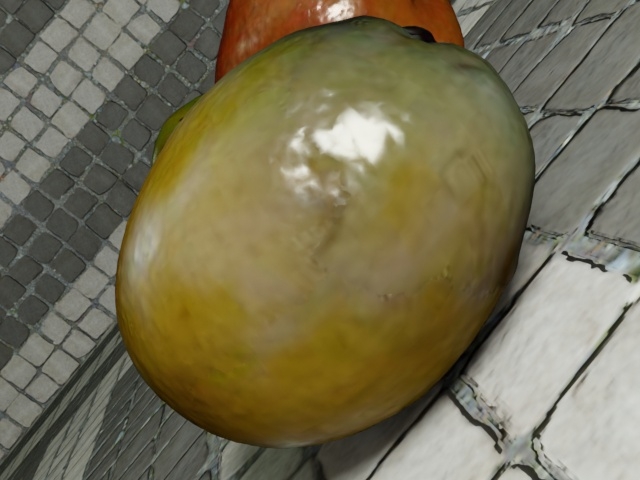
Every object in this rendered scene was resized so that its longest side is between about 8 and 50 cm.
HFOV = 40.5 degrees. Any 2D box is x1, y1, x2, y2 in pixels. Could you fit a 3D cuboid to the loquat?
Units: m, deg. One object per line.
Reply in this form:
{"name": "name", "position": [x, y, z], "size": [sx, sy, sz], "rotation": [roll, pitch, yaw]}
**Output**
{"name": "loquat", "position": [0.000, 0.000, 0.410], "size": [0.227, 0.179, 0.179], "rotation": [-47, 10, 37]}

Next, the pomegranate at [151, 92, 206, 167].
{"name": "pomegranate", "position": [-0.108, -0.056, 0.969], "size": [0.246, 0.198, 0.198], "rotation": [-37, 17, 37]}

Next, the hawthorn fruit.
{"name": "hawthorn fruit", "position": [-0.001, -0.148, 0.796], "size": [0.261, 0.224, 0.224], "rotation": [-49, 11, 21]}
